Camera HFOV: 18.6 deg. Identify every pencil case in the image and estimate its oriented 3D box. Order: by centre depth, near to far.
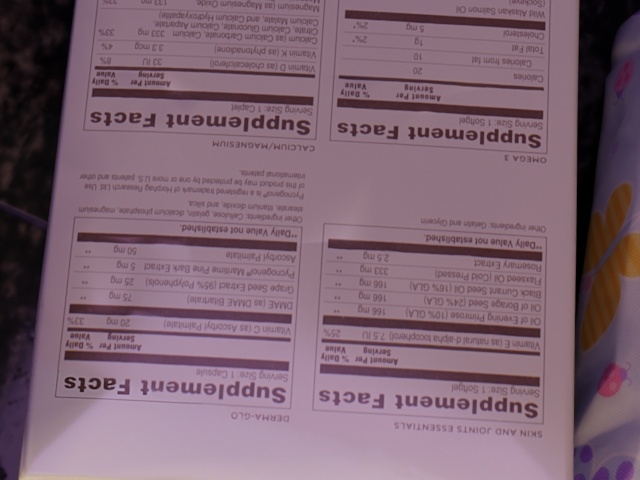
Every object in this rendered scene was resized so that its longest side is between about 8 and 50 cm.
[{"bbox_3d":[0.172,0.026,0.843,0.124,0.113,0.273,19,69,-19],"label":"pencil case"}]

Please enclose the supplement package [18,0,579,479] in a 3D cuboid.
[{"bbox_3d":[0.000,0.000,0.809,0.198,0.199,0.262,3,70,2],"label":"supplement package"}]
